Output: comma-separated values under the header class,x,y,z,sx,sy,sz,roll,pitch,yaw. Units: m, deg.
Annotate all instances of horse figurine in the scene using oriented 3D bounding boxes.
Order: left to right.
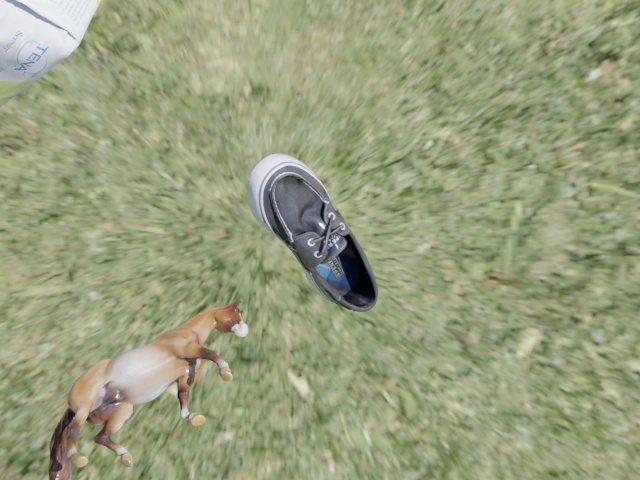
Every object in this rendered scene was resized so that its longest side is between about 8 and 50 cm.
class,x,y,z,sx,sy,sz,roll,pitch,yaw
horse figurine,-0.185,0.157,1.721,0.263,0.174,0.066,-32,119,1

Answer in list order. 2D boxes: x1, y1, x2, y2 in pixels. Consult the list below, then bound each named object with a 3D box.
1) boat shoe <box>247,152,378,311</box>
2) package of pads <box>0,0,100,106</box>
class,x,y,z,sx,sy,sz,roll,pitch,yaw
boat shoe,0.000,0.000,1.748,0.080,0.076,0.228,-43,136,-15
package of pads,-0.223,-0.183,1.110,0.101,0.296,0.229,34,58,-23
